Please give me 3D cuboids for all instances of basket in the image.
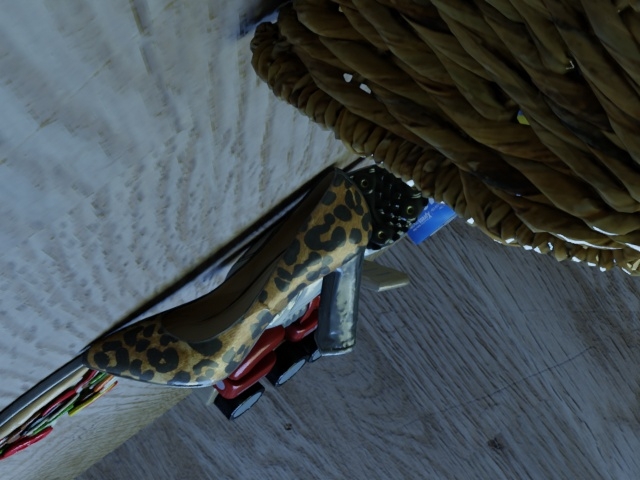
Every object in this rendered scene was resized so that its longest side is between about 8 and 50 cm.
[{"bbox_3d":[0.163,-0.104,0.548,0.299,0.213,0.223,-34,174,-31],"label":"basket"}]

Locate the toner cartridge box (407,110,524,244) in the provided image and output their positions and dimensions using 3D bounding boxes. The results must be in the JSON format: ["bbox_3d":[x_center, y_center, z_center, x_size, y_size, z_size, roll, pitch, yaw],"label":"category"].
[{"bbox_3d":[0.246,-0.124,1.861,0.165,0.075,0.348,-35,175,-34],"label":"toner cartridge box"}]

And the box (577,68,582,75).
[{"bbox_3d":[0.282,-0.184,1.307,0.153,0.108,0.207,-37,175,14],"label":"box"}]

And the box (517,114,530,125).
[{"bbox_3d":[0.254,-0.105,1.627,0.232,0.058,0.087,4,147,-39],"label":"box"}]

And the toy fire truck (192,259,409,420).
[{"bbox_3d":[-0.031,0.080,1.526,0.217,0.158,0.246,-32,162,-39],"label":"toy fire truck"}]

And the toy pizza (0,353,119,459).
[{"bbox_3d":[-0.239,0.149,1.257,0.201,0.032,0.201,-36,175,-3],"label":"toy pizza"}]

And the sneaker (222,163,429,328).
[{"bbox_3d":[0.000,0.000,1.277,0.237,0.085,0.086,-36,-169,8],"label":"sneaker"}]

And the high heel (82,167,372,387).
[{"bbox_3d":[-0.082,0.028,1.171,0.261,0.093,0.186,-8,121,-19],"label":"high heel"}]
